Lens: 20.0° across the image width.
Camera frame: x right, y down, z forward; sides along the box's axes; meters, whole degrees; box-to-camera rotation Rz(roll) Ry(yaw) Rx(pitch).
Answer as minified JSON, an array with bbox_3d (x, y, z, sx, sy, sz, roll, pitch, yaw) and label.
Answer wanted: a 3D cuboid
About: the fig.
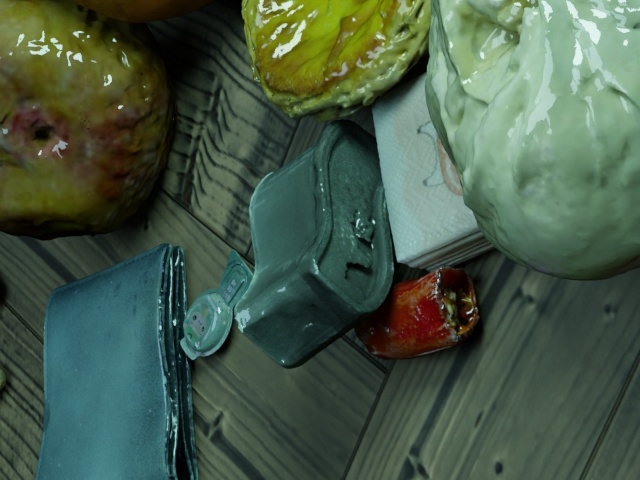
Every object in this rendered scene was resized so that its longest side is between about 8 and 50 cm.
[{"bbox_3d":[-0.295,-0.178,2.030,0.286,0.286,0.368,-57,16,25],"label":"fig"}]

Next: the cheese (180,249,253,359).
[{"bbox_3d":[-0.107,0.072,1.884,0.120,0.026,0.067,-55,49,21],"label":"cheese"}]

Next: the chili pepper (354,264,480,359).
[{"bbox_3d":[0.085,0.067,1.643,0.123,0.073,0.070,-18,28,44],"label":"chili pepper"}]

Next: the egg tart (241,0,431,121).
[{"bbox_3d":[0.044,-0.245,1.703,0.295,0.116,0.294,-19,65,46],"label":"egg tart"}]

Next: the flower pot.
[{"bbox_3d":[0.000,0.000,1.663,0.108,0.103,0.229,-37,31,35],"label":"flower pot"}]

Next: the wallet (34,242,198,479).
[{"bbox_3d":[-0.231,0.167,1.987,0.251,0.054,0.290,-20,68,43],"label":"wallet"}]

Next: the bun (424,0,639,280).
[{"bbox_3d":[0.201,-0.150,1.344,0.361,0.213,0.361,-9,75,39],"label":"bun"}]

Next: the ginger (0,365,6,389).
[{"bbox_3d":[-0.432,0.164,2.211,0.149,0.065,0.258,27,98,34],"label":"ginger"}]

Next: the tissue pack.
[{"bbox_3d":[0.185,-0.102,1.554,0.325,0.071,0.170,-25,63,43],"label":"tissue pack"}]

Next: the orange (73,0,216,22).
[{"bbox_3d":[-0.177,-0.363,1.857,0.226,0.284,0.283,87,171,-68],"label":"orange"}]
